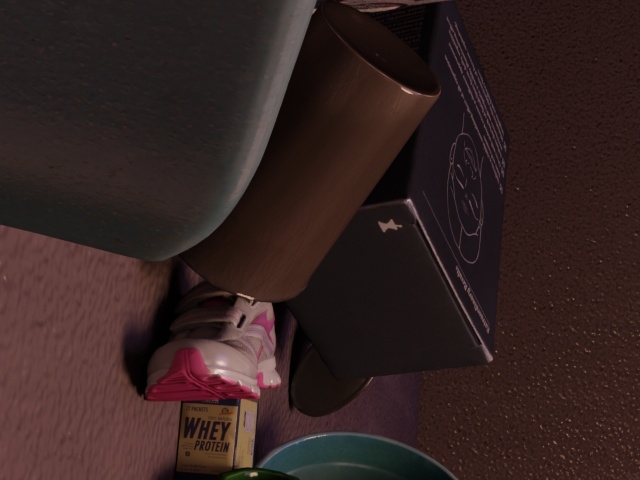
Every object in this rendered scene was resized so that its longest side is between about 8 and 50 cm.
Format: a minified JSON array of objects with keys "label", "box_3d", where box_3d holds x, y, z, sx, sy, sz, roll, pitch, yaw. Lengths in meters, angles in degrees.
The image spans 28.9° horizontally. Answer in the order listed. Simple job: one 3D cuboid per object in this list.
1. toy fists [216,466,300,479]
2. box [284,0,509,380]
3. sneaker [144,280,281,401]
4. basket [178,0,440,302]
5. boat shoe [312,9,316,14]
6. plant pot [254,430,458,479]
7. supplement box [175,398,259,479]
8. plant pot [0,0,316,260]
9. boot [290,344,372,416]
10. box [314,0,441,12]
[{"label":"toy fists","box_3d":[-0.102,0.288,1.062,0.279,0.096,0.142,-4,105,-71]},{"label":"box","box_3d":[0.085,-0.075,1.531,0.395,0.212,0.293,-78,149,-42]},{"label":"sneaker","box_3d":[-0.098,0.087,1.133,0.252,0.103,0.111,16,72,-85]},{"label":"basket","box_3d":[-0.013,-0.082,1.090,0.227,0.154,0.204,-52,176,25]},{"label":"boat shoe","box_3d":[-0.037,-0.242,1.257,0.158,0.127,0.340,-52,139,-66]},{"label":"plant pot","box_3d":[0.025,0.402,1.417,0.272,0.271,0.255,-70,174,-56]},{"label":"supplement box","box_3d":[-0.099,0.195,1.212,0.083,0.056,0.083,46,47,-74]},{"label":"plant pot","box_3d":[-0.119,-0.133,0.647,0.252,0.247,0.248,104,-1,-47]},{"label":"boot","box_3d":[0.039,0.142,1.752,0.263,0.091,0.229,-52,-179,-14]},{"label":"box","box_3d":[-0.005,-0.288,1.077,0.247,0.142,0.163,-3,96,-33]}]
